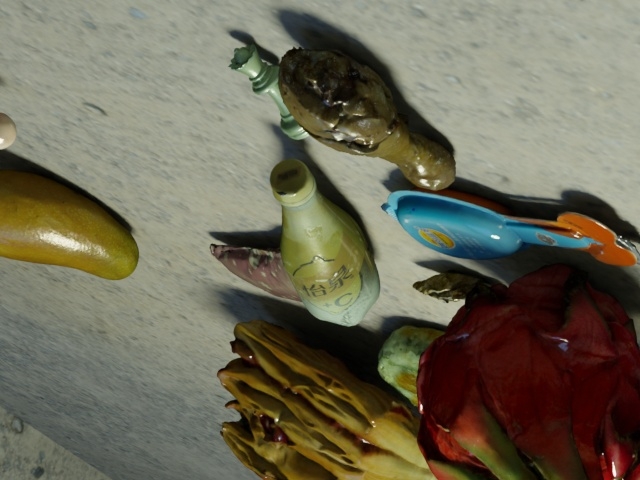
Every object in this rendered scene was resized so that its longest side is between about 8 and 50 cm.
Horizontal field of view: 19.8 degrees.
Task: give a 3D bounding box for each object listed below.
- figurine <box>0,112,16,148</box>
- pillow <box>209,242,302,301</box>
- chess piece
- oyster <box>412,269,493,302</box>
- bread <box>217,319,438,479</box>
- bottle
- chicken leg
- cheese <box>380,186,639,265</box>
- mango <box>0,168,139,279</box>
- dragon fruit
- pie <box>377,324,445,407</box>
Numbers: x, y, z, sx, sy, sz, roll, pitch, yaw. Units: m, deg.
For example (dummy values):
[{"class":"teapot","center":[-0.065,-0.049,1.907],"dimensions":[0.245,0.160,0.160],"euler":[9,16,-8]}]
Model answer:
[{"class":"figurine","center":[-0.393,-0.136,1.772],"dimensions":[0.200,0.133,0.276],"euler":[31,161,-6]},{"class":"pillow","center":[-0.036,0.038,1.938],"dimensions":[0.118,0.043,0.185],"euler":[31,162,-26]},{"class":"chess piece","center":[-0.038,-0.125,1.477],"dimensions":[0.093,0.042,0.042],"euler":[44,156,-30]},{"class":"oyster","center":[0.131,0.046,1.754],"dimensions":[0.093,0.034,0.051],"euler":[10,176,12]},{"class":"bread","center":[0.024,0.247,2.183],"dimensions":[0.277,0.167,0.324],"euler":[31,173,35]},{"class":"bottle","center":[0.000,0.000,1.713],"dimensions":[0.083,0.083,0.269],"euler":[19,160,19]},{"class":"chicken leg","center":[0.043,-0.086,1.434],"dimensions":[0.085,0.069,0.198],"euler":[10,164,44]},{"class":"cheese","center":[0.155,-0.011,1.549],"dimensions":[0.256,0.037,0.106],"euler":[7,156,43]},{"class":"mango","center":[-0.311,-0.016,2.078],"dimensions":[0.228,0.099,0.136],"euler":[21,160,-15]},{"class":"dragon fruit","center":[0.192,0.148,1.579],"dimensions":[0.234,0.233,0.293],"euler":[28,-164,-10]},{"class":"pie","center":[0.170,0.163,2.009],"dimensions":[0.241,0.054,0.240],"euler":[21,161,7]}]
